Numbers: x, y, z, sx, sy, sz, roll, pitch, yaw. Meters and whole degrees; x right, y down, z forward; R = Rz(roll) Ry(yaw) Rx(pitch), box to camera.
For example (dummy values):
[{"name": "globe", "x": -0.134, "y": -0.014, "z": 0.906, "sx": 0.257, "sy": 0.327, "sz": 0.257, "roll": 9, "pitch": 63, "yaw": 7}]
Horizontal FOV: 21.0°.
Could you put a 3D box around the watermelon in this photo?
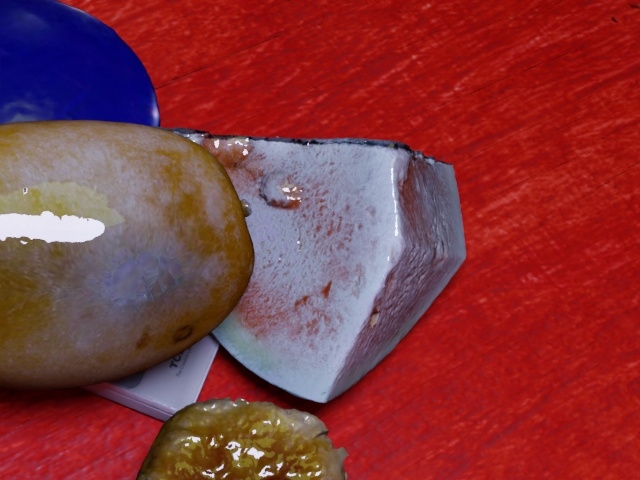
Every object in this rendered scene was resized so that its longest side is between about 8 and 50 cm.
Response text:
[{"name": "watermelon", "x": 0.000, "y": 0.000, "z": 1.522, "sx": 0.320, "sy": 0.213, "sz": 0.289, "roll": 19, "pitch": 54, "yaw": -18}]

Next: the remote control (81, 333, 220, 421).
[{"name": "remote control", "x": -0.216, "y": 0.074, "z": 1.515, "sx": 0.250, "sy": 0.034, "sz": 0.103, "roll": 23, "pitch": 53, "yaw": 0}]

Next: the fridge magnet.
[{"name": "fridge magnet", "x": -0.278, "y": -0.115, "z": 1.579, "sx": 0.265, "sy": 0.112, "sz": 0.265, "roll": 8, "pitch": 54, "yaw": -11}]

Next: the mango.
[{"name": "mango", "x": -0.235, "y": 0.016, "z": 1.396, "sx": 0.384, "sy": 0.199, "sz": 0.221, "roll": -13, "pitch": 105, "yaw": -25}]

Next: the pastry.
[{"name": "pastry", "x": -0.072, "y": 0.225, "z": 1.416, "sx": 0.182, "sy": 0.093, "sz": 0.192, "roll": 13, "pitch": 61, "yaw": -2}]
